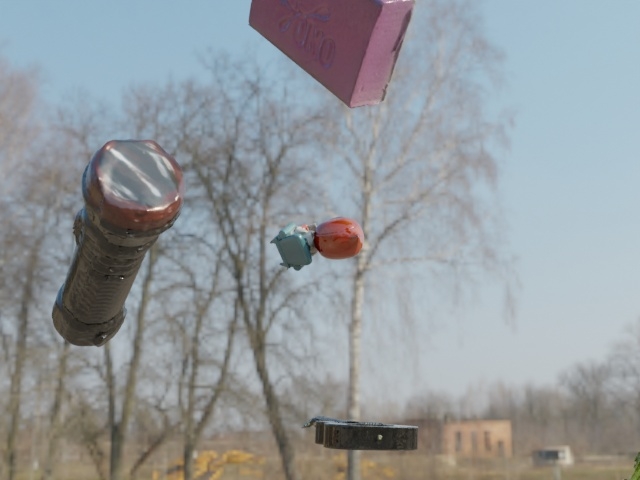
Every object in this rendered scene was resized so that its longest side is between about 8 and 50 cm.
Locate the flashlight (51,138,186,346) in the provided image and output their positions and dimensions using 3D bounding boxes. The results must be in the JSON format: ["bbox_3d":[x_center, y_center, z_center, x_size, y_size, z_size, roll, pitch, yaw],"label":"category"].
[{"bbox_3d":[-0.191,0.010,0.930,0.093,0.093,0.232,5,-37,-25],"label":"flashlight"}]

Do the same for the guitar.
[{"bbox_3d":[0.021,0.190,1.030,0.088,0.025,0.233,4,-9,-17],"label":"guitar"}]

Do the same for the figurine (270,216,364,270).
[{"bbox_3d":[0.000,0.000,1.494,0.140,0.068,0.075,-10,18,29],"label":"figurine"}]

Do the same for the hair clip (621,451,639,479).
[{"bbox_3d":[0.318,0.232,1.005,0.046,0.173,0.072,27,-2,45],"label":"hair clip"}]

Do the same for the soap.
[{"bbox_3d":[0.011,-0.339,1.549,0.081,0.259,0.181,-19,-38,-39],"label":"soap"}]
